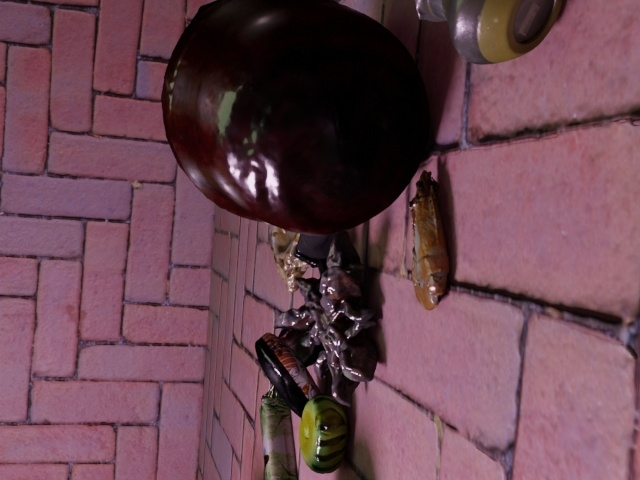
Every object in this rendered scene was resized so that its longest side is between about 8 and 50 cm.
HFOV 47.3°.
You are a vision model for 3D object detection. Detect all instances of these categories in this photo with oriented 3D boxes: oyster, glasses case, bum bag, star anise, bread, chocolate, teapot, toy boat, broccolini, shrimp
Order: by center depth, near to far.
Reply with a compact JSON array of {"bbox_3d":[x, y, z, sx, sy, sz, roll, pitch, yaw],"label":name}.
[{"bbox_3d":[0.173,-0.255,0.709,0.119,0.130,0.165,40,97,35],"label":"teapot"},{"bbox_3d":[0.134,-0.002,0.936,0.091,0.043,0.184,152,119,-76],"label":"shrimp"},{"bbox_3d":[-0.009,-0.177,1.019,0.331,0.384,0.383,26,113,55],"label":"chocolate"},{"bbox_3d":[0.022,0.127,1.184,0.212,0.129,0.282,-10,85,60],"label":"star anise"},{"bbox_3d":[0.007,0.332,1.258,0.130,0.071,0.139,-116,31,-66],"label":"bread"},{"bbox_3d":[0.000,0.000,1.270,0.197,0.087,0.049,101,178,-62],"label":"bum bag"},{"bbox_3d":[-0.051,0.251,1.309,0.103,0.067,0.266,45,166,32],"label":"glasses case"},{"bbox_3d":[-0.021,0.176,1.387,0.097,0.100,0.223,-53,-2,-39],"label":"toy boat"},{"bbox_3d":[-0.018,-0.082,1.407,0.221,0.096,0.361,166,107,-69],"label":"oyster"},{"bbox_3d":[-0.094,0.489,1.601,0.095,0.062,0.272,111,157,-46],"label":"glasses case"},{"bbox_3d":[-0.093,0.320,1.681,0.052,0.054,0.194,-75,4,-49],"label":"broccolini"}]
